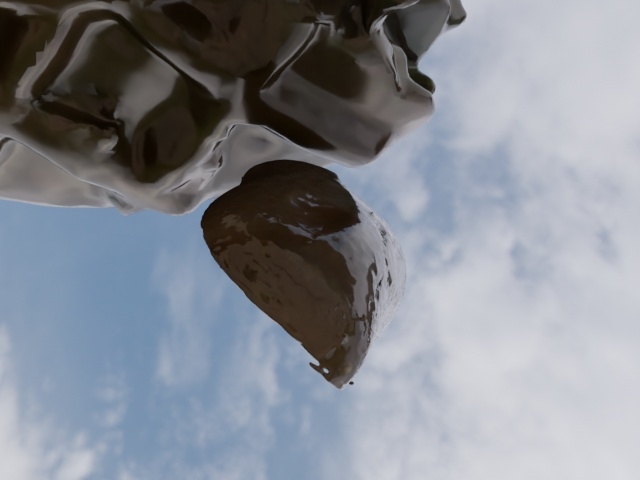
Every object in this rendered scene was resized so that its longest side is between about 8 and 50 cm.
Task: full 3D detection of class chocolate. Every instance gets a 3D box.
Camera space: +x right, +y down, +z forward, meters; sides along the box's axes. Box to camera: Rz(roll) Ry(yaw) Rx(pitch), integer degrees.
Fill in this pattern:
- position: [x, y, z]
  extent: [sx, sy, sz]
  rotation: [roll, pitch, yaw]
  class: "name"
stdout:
- position: [0.000, 0.000, 0.374]
  extent: [0.064, 0.100, 0.031]
  rotation: [43, -77, 0]
  class: "chocolate"

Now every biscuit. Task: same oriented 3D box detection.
- position: [-0.113, -0.144, 0.363]
  extent: [0.268, 0.366, 0.115]
  rotation: [-11, -136, 11]
  class: "biscuit"
